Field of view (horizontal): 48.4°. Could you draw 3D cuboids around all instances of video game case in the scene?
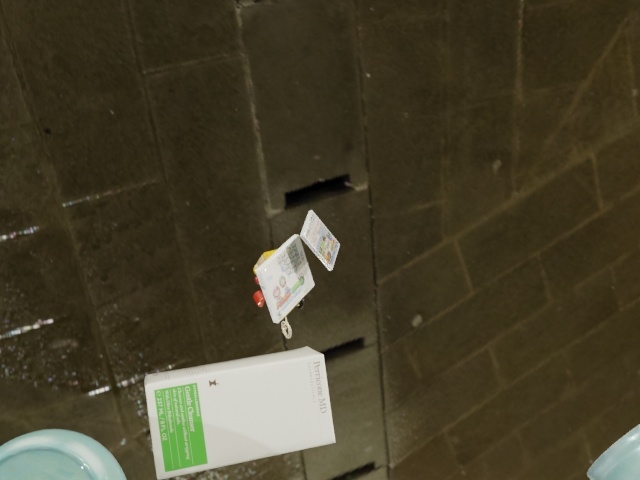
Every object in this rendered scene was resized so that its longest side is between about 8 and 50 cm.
[{"bbox_3d":[0.000,0.000,1.663,0.011,0.087,0.122,-19,126,33],"label":"video game case"},{"bbox_3d":[-0.078,0.086,1.628,0.157,0.019,0.143,-44,128,-43],"label":"video game case"}]

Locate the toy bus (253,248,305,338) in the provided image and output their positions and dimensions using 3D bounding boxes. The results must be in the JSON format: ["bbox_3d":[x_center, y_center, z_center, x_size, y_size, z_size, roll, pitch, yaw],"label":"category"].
[{"bbox_3d":[-0.089,0.119,1.839,0.104,0.191,0.202,-15,115,-31],"label":"toy bus"}]

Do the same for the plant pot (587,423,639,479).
[{"bbox_3d":[0.666,0.430,1.284,0.293,0.196,0.293,-20,143,-16],"label":"plant pot"}]

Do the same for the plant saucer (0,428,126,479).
[{"bbox_3d":[-0.474,0.470,1.182,0.317,0.318,0.044,-30,157,-10],"label":"plant saucer"}]

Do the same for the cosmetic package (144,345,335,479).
[{"bbox_3d":[-0.170,0.350,1.489,0.365,0.155,0.197,-9,89,-13],"label":"cosmetic package"}]
